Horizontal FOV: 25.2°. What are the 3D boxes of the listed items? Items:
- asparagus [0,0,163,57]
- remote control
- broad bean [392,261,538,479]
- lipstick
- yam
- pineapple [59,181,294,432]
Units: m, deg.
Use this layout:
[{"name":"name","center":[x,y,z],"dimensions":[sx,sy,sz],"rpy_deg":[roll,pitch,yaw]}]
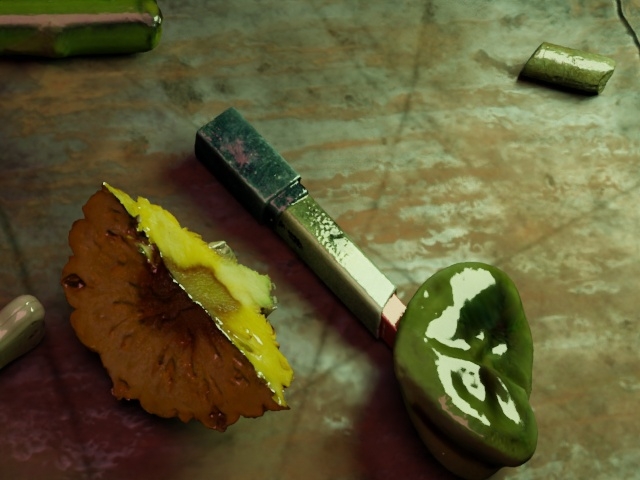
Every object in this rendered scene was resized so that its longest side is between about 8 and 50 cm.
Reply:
[{"name":"asparagus","center":[-0.297,-0.213,1.434],"dimensions":[0.278,0.060,0.067],"rpy_deg":[-1,81,-10]},{"name":"remote control","center":[-0.293,0.096,1.253],"dimensions":[0.122,0.074,0.032],"rpy_deg":[-39,76,-26]},{"name":"broad bean","center":[0.135,0.115,1.303],"dimensions":[0.153,0.072,0.206],"rpy_deg":[21,49,-29]},{"name":"lipstick","center":[0.000,0.000,1.366],"dimensions":[0.051,0.051,0.312],"rpy_deg":[-37,74,-24]},{"name":"yam","center":[0.260,-0.183,1.511],"dimensions":[0.094,0.043,0.043],"rpy_deg":[15,60,-1]},{"name":"pineapple","center":[-0.129,0.067,1.295],"dimensions":[0.250,0.140,0.164],"rpy_deg":[46,22,0]}]
